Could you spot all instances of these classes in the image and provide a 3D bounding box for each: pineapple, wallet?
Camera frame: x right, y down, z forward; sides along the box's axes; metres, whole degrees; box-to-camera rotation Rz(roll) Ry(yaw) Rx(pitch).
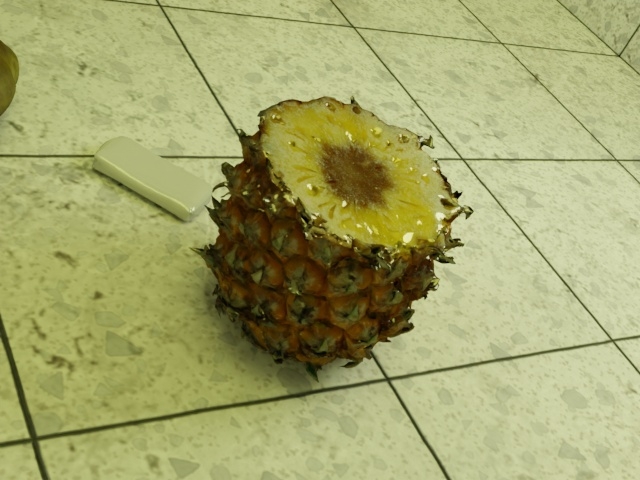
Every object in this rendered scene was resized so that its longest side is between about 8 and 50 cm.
[{"bbox_3d":[0.003,0.002,1.190,0.352,0.300,0.352,17,36,-13],"label":"pineapple"},{"bbox_3d":[-0.263,-0.100,1.380,0.190,0.033,0.095,30,35,5],"label":"wallet"}]

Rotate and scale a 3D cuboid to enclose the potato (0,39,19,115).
[{"bbox_3d":[-0.549,-0.230,1.278,0.192,0.141,0.296,28,34,-2],"label":"potato"}]
